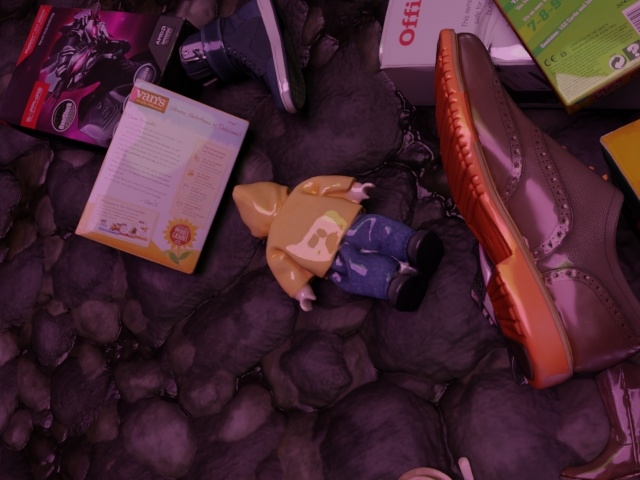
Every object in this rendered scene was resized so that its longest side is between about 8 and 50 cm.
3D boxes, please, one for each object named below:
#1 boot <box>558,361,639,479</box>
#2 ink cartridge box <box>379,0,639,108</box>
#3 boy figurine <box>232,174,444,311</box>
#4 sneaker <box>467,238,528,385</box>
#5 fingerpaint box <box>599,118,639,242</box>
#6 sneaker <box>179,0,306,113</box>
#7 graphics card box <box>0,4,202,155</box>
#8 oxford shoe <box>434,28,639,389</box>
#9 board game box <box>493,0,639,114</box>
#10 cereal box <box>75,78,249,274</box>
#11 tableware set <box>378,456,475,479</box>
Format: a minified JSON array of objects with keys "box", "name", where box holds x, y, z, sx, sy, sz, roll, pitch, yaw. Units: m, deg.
[{"box":[0.282,0.179,0.611,0.107,0.037,0.114,-8,75,11],"name":"boot"},{"box":[0.246,-0.276,0.704,0.308,0.129,0.223,8,81,28],"name":"ink cartridge box"},{"box":[0.000,0.000,0.777,0.285,0.092,0.177,20,86,31],"name":"boy figurine"},{"box":[0.205,0.070,0.675,0.077,0.072,0.178,-19,64,41],"name":"sneaker"},{"box":[0.512,-0.011,0.445,0.445,0.163,0.371,-28,53,18],"name":"fingerpaint box"},{"box":[-0.115,-0.247,0.900,0.164,0.086,0.226,-21,57,9],"name":"sneaker"},{"box":[-0.373,-0.265,1.043,0.371,0.094,0.232,17,84,29],"name":"graphics card box"},{"box":[0.204,-0.050,0.602,0.133,0.130,0.363,-17,79,4],"name":"oxford shoe"},{"box":[0.237,-0.260,0.610,0.124,0.039,0.259,-30,69,17],"name":"board game box"},{"box":[-0.224,-0.090,0.891,0.173,0.047,0.240,21,84,-8],"name":"cereal box"},{"box":[0.126,0.339,0.645,0.128,0.039,0.194,-25,66,19],"name":"tableware set"}]
